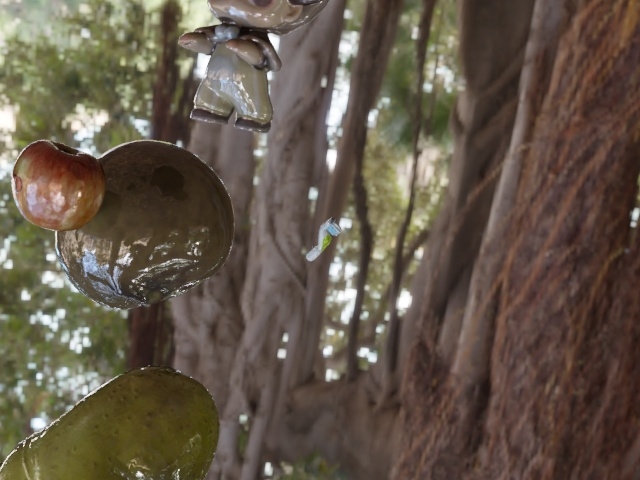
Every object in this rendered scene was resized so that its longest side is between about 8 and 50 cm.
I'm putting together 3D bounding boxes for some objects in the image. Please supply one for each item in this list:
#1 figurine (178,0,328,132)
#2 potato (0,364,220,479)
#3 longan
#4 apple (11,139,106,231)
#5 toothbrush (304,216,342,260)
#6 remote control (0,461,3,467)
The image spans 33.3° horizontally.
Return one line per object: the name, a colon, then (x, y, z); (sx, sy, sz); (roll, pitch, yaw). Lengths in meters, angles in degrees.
figurine: (-0.100, -0.361, 1.680); (0.248, 0.380, 0.203); (15, -177, 28)
potato: (-0.213, 0.232, 1.091); (0.248, 0.169, 0.143); (-41, -138, -12)
longan: (-0.307, -0.025, 1.864); (0.319, 0.319, 0.319); (7, -162, -2)
apple: (-0.407, -0.083, 1.660); (0.146, 0.131, 0.146); (20, -167, -5)
toothbrush: (0.000, 0.000, 1.510); (0.026, 0.022, 0.263); (46, 168, 1)
remote control: (-0.564, 0.378, 1.689); (0.266, 0.090, 0.066); (13, 163, 17)
